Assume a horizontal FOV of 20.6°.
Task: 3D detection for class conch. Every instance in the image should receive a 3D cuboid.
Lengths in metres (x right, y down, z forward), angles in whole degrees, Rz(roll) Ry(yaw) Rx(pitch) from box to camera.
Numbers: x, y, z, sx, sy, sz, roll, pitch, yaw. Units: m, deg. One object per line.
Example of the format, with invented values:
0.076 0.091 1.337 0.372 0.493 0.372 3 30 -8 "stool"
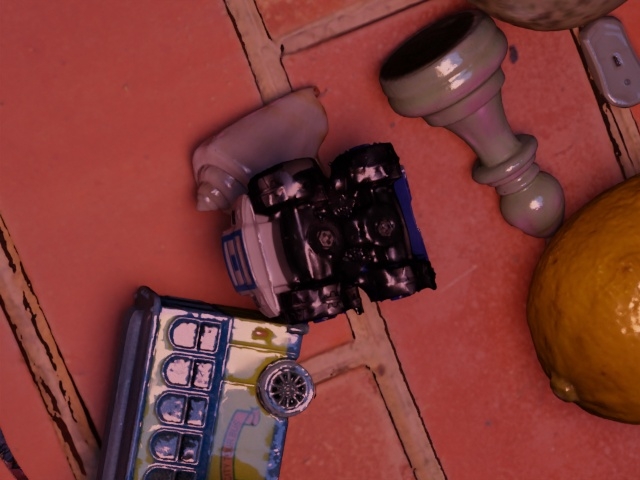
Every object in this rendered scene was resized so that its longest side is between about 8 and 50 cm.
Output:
-0.062 -0.086 1.822 0.104 0.094 0.176 43 58 3 "conch"

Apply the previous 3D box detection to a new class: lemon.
0.353 0.053 1.812 0.320 0.245 0.245 -43 100 -12 "lemon"

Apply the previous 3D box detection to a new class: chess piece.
0.183 -0.098 1.844 0.139 0.139 0.272 -37 110 -7 "chess piece"

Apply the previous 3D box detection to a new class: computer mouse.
0.314 -0.194 1.898 0.056 0.032 0.110 -23 87 -10 "computer mouse"

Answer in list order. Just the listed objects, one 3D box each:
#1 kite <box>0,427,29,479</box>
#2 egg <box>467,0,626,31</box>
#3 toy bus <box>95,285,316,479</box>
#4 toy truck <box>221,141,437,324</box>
-0.361 0.241 1.803 0.152 0.015 0.285 -36 99 -7 "kite"
0.214 -0.419 1.711 0.345 0.345 0.428 -3 105 -10 "egg"
-0.124 0.214 1.778 0.190 0.152 0.312 9 92 -14 "toy bus"
0.000 0.000 1.760 0.213 0.177 0.161 -14 88 -30 "toy truck"
